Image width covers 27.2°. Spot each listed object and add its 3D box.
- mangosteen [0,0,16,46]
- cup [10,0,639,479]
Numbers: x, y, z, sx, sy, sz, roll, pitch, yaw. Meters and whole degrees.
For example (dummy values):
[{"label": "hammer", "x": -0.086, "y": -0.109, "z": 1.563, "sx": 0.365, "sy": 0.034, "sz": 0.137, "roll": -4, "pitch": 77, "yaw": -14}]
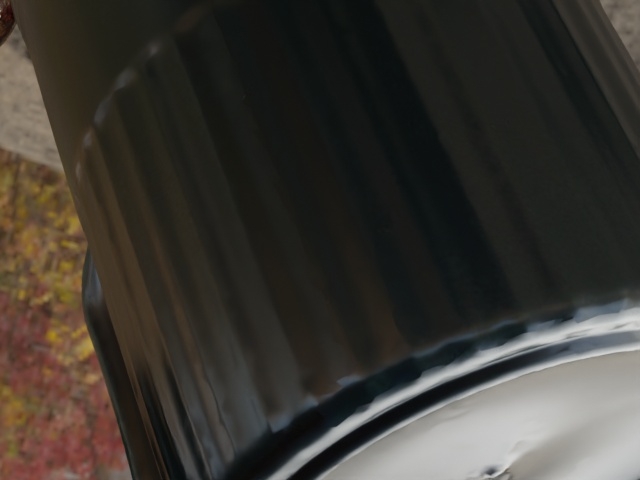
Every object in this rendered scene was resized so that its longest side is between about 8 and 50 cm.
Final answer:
[{"label": "mangosteen", "x": -0.329, "y": -0.205, "z": 1.146, "sx": 0.140, "sy": 0.140, "sz": 0.140, "roll": 8, "pitch": 157, "yaw": 3}, {"label": "cup", "x": -0.006, "y": -0.008, "z": 0.548, "sx": 0.308, "sy": 0.292, "sz": 0.242, "roll": -31, "pitch": 147, "yaw": 13}]
